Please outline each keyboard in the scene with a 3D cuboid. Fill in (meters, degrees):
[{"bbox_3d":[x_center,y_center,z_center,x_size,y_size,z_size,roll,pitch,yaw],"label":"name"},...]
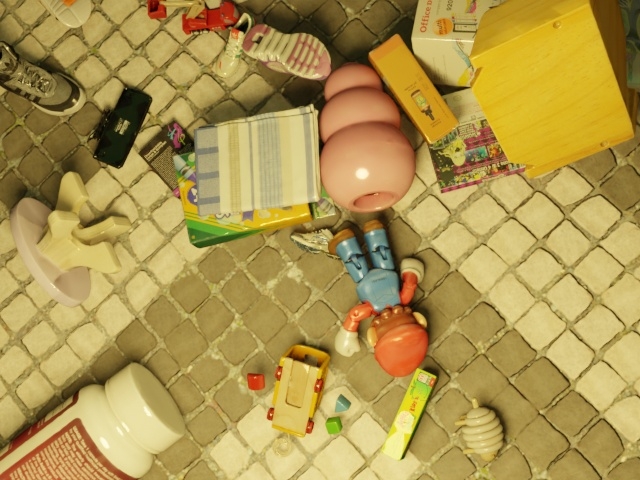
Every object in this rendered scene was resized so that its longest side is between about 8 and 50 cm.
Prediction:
[{"bbox_3d":[-0.479,-0.271,2.008,0.100,0.038,0.192,25,82,-9],"label":"keyboard"}]

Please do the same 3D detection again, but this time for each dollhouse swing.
[{"bbox_3d":[0.458,-0.383,1.676,0.315,0.347,0.305,-22,45,19],"label":"dollhouse swing"}]

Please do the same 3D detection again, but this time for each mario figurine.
[{"bbox_3d":[0.121,0.133,1.771,0.198,0.170,0.321,-26,73,28],"label":"mario figurine"}]

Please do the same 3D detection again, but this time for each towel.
[{"bbox_3d":[-0.134,-0.165,1.787,0.284,0.034,0.209,-7,80,19],"label":"towel"}]

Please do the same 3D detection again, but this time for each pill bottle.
[{"bbox_3d":[-0.491,0.442,1.755,0.392,0.224,0.224,-36,74,2],"label":"pill bottle"}]

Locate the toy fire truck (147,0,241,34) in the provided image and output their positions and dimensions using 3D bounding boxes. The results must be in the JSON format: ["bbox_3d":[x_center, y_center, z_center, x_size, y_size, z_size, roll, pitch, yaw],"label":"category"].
[{"bbox_3d":[-0.291,-0.530,1.968,0.191,0.135,0.047,-5,77,9],"label":"toy fire truck"}]

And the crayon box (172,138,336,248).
[{"bbox_3d":[-0.145,-0.121,1.866,0.322,0.083,0.203,-14,80,3],"label":"crayon box"}]

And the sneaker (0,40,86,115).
[{"bbox_3d":[-0.695,-0.385,2.001,0.268,0.153,0.101,24,84,14],"label":"sneaker"}]

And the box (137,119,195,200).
[{"bbox_3d":[-0.329,-0.185,1.958,0.116,0.029,0.162,-43,76,-2],"label":"box"}]

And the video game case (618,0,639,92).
[{"bbox_3d":[0.666,-0.469,1.832,0.328,0.036,0.300,8,80,12],"label":"video game case"}]

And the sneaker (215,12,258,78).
[{"bbox_3d":[-0.202,-0.458,1.967,0.057,0.075,0.161,30,85,15],"label":"sneaker"}]

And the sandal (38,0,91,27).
[{"bbox_3d":[-0.660,-0.626,2.085,0.102,0.076,0.265,-36,85,-23],"label":"sandal"}]

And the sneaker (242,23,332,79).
[{"bbox_3d":[-0.061,-0.411,1.905,0.236,0.104,0.095,26,82,31],"label":"sneaker"}]

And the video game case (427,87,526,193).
[{"bbox_3d":[0.345,-0.231,1.836,0.232,0.042,0.210,-15,75,7],"label":"video game case"}]

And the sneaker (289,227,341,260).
[{"bbox_3d":[0.000,0.000,1.853,0.135,0.052,0.058,16,72,6],"label":"sneaker"}]

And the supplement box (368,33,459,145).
[{"bbox_3d":[0.196,-0.316,1.790,0.078,0.080,0.233,-34,89,2],"label":"supplement box"}]

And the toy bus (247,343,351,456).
[{"bbox_3d":[-0.042,0.318,1.759,0.202,0.104,0.191,-29,95,23],"label":"toy bus"}]

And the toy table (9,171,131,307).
[{"bbox_3d":[-0.551,-0.009,1.864,0.160,0.252,0.274,-34,86,18],"label":"toy table"}]

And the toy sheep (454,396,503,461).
[{"bbox_3d":[0.321,0.379,1.692,0.091,0.091,0.132,-17,94,6],"label":"toy sheep"}]

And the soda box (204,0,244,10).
[{"bbox_3d":[-0.176,-0.619,2.000,0.216,0.069,0.074,-19,75,5],"label":"soda box"}]

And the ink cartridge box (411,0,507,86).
[{"bbox_3d":[0.325,-0.441,1.799,0.232,0.168,0.171,7,68,16],"label":"ink cartridge box"}]

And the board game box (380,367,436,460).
[{"bbox_3d":[0.182,0.353,1.718,0.043,0.092,0.181,23,83,15],"label":"board game box"}]

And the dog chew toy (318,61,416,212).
[{"bbox_3d":[0.086,-0.232,1.812,0.206,0.207,0.332,-12,68,8],"label":"dog chew toy"}]
